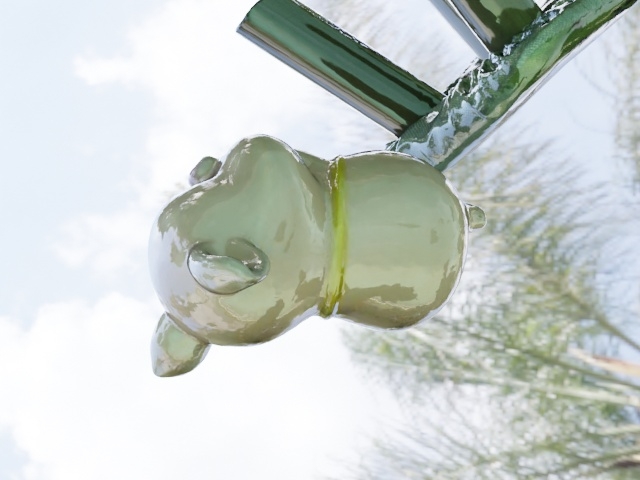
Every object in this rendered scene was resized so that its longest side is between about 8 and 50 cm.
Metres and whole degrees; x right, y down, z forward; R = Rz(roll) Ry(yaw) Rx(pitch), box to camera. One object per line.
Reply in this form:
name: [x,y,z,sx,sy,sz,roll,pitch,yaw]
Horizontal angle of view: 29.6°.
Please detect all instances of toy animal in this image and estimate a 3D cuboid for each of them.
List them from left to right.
toy animal: [0.000,0.003,0.851,0.248,0.165,0.149,-11,-125,-25]

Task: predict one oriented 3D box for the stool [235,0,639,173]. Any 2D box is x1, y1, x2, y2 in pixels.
stool: [0.124,-0.219,1.072,0.226,0.310,0.310,49,-128,1]
